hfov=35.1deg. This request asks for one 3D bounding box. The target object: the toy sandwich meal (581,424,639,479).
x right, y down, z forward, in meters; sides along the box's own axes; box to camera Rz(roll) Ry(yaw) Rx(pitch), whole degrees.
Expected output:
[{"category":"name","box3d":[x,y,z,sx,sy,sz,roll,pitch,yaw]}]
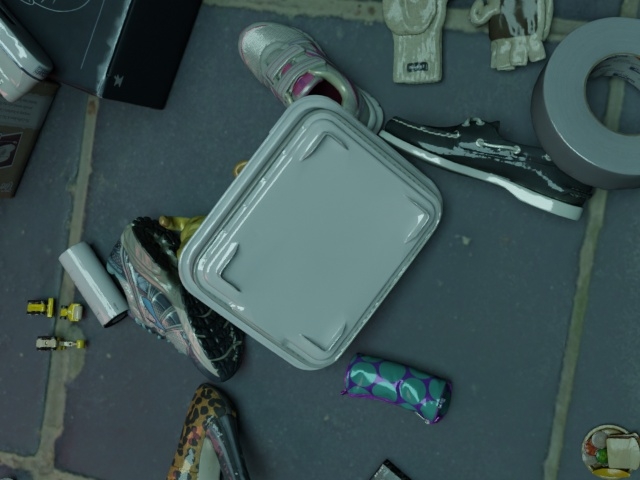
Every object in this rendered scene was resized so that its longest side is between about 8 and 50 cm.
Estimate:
[{"category":"toy sandwich meal","box3d":[0.404,0.295,1.404,0.086,0.029,0.085,1,92,16]}]

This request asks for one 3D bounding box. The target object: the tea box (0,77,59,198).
[{"category":"tea box","box3d":[-0.643,-0.224,1.541,0.324,0.329,0.219,28,99,13]}]

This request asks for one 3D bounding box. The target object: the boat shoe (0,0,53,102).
[{"category":"boat shoe","box3d":[-0.483,-0.306,1.400,0.088,0.096,0.267,-42,89,9]}]

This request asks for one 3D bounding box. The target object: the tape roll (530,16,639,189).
[{"category":"tape roll","box3d":[0.391,-0.179,1.328,0.219,0.072,0.219,1,76,-3]}]

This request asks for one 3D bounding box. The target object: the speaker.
[{"category":"speaker","box3d":[-0.358,0.069,1.608,0.055,0.055,0.136,-38,81,14]}]

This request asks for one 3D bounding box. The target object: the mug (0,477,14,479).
[{"category":"mug","box3d":[-0.536,0.437,1.671,0.064,0.062,0.078,-20,80,24]}]

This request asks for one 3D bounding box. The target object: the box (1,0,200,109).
[{"category":"box","box3d":[-0.398,-0.405,1.524,0.396,0.212,0.293,24,98,15]}]

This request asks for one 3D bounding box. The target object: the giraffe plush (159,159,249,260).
[{"category":"giraffe plush","box3d":[-0.113,-0.013,1.498,0.170,0.181,0.210,-42,46,3]}]

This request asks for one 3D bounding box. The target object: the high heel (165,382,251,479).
[{"category":"high heel","box3d":[-0.219,0.350,1.580,0.261,0.093,0.186,-35,59,27]}]

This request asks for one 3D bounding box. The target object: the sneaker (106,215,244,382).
[{"category":"sneaker","box3d":[-0.226,0.105,1.561,0.122,0.110,0.283,-41,78,32]}]

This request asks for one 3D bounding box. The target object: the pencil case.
[{"category":"pencil case","box3d":[0.111,0.215,1.469,0.152,0.064,0.070,16,71,16]}]

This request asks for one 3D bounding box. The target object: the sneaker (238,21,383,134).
[{"category":"sneaker","box3d":[-0.022,-0.237,1.470,0.252,0.111,0.103,38,101,12]}]

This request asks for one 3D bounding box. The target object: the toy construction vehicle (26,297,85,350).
[{"category":"toy construction vehicle","box3d":[-0.427,0.137,1.646,0.098,0.035,0.085,-3,80,14]}]

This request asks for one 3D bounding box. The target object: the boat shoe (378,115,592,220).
[{"category":"boat shoe","box3d":[0.233,-0.122,1.405,0.303,0.114,0.091,21,98,3]}]

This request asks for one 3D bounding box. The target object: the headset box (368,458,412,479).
[{"category":"headset box","box3d":[0.108,0.374,1.492,0.083,0.032,0.062,40,102,13]}]

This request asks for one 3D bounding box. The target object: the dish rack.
[{"category":"dish rack","box3d":[0.000,0.000,1.397,0.286,0.072,0.332,37,89,-20]}]

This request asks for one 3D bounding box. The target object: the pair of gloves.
[{"category":"pair of gloves","box3d":[0.207,-0.334,1.437,0.240,0.042,0.204,-7,95,22]}]
